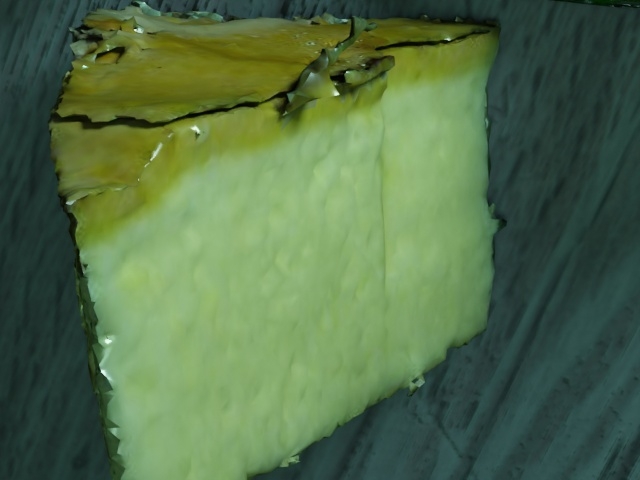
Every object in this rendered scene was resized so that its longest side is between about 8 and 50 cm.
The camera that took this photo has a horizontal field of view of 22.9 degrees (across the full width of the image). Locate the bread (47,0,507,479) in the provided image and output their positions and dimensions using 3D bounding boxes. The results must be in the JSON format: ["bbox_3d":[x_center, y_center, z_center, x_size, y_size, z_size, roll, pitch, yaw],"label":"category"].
[{"bbox_3d":[0.000,0.000,0.841,0.279,0.315,0.248,-4,113,-10],"label":"bread"}]

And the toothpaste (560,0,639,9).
[{"bbox_3d":[0.181,-0.164,0.910,0.248,0.047,0.078,5,113,-5],"label":"toothpaste"}]
